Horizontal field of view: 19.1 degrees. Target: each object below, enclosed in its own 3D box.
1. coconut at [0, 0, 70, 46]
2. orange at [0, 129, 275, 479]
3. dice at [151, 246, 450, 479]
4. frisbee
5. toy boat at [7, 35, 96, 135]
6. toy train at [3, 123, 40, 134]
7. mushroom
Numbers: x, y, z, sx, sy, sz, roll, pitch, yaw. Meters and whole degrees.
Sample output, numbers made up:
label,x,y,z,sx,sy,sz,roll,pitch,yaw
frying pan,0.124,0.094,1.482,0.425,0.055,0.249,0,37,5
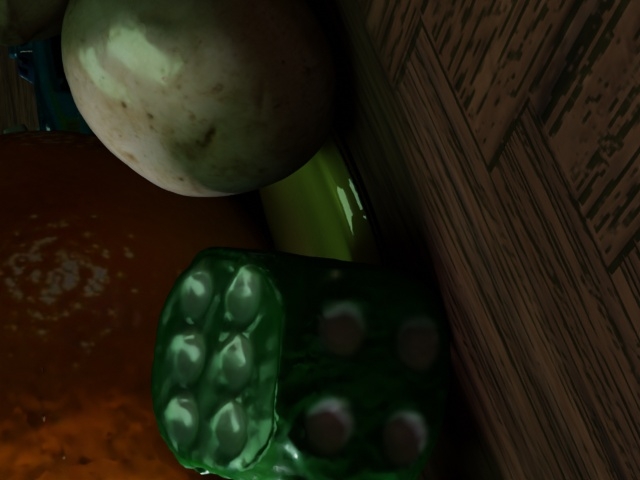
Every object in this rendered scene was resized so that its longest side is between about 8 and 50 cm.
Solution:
label,x,y,z,sx,sy,sz,roll,pitch,yaw
coconut,-0.237,-0.244,1.449,0.224,0.224,0.224,161,90,-77
orange,-0.163,0.122,1.363,0.424,0.326,0.424,-13,-90,-88
dice,-0.012,0.072,1.054,0.131,0.120,0.128,9,91,52
frisbee,0.000,0.000,1.217,0.236,0.017,0.236,162,90,-77
toy boat,-0.233,-0.142,1.673,0.134,0.092,0.298,102,159,-51
toy train,-0.253,0.013,1.806,0.150,0.221,0.304,85,162,-52
mushroom,-0.066,-0.103,1.095,0.166,0.127,0.166,23,137,24
